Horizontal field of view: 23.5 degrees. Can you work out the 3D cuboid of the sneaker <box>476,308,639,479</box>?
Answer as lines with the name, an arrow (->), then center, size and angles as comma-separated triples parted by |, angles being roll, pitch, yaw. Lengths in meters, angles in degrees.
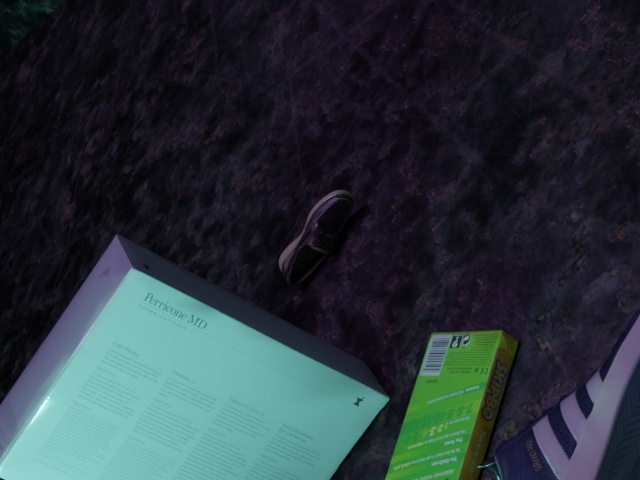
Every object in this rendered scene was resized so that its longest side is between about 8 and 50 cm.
sneaker -> 0.231, 0.182, 1.385 | 0.148, 0.131, 0.350 | -1, 44, 46

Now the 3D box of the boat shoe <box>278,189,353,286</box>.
boat shoe -> 0.000, 0.000, 2.043 | 0.152, 0.056, 0.049 | -56, 34, 28

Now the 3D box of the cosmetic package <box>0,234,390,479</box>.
cosmetic package -> -0.150, 0.200, 1.770 | 0.284, 0.377, 0.097 | -53, 32, 12

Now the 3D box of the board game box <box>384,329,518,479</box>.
board game box -> 0.130, 0.222, 1.670 | 0.124, 0.039, 0.259 | -7, 56, 55
